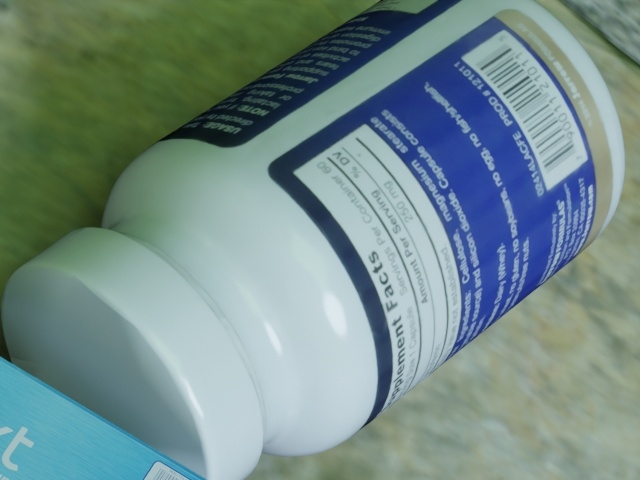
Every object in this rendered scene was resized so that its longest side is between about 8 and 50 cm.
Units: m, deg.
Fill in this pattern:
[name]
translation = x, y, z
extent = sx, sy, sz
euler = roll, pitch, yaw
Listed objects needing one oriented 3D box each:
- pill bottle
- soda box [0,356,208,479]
[pill bottle]
translation = 0.000, 0.000, 0.867
extent = 0.265, 0.153, 0.153
euler = -35, 94, -34
[soda box]
translation = -0.148, 0.080, 0.761
extent = 0.210, 0.071, 0.067
euler = 31, 59, 5
